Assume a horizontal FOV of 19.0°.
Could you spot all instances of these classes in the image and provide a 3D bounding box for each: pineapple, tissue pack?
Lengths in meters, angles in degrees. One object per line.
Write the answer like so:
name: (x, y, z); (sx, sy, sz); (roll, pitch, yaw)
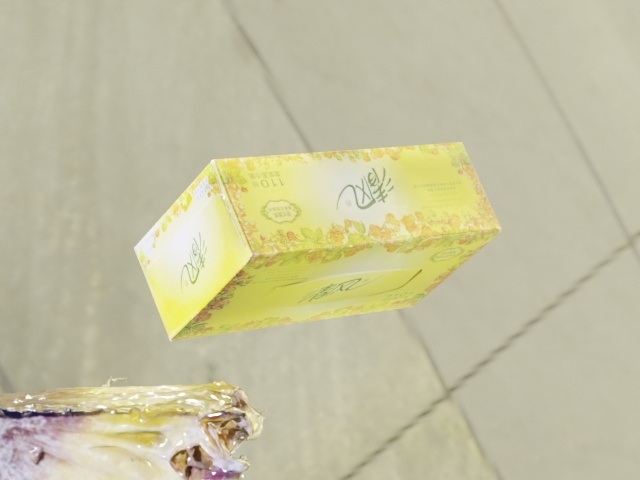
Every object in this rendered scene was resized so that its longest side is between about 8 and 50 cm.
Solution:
pineapple: (-0.089, 0.099, 0.732); (0.116, 0.137, 0.069); (39, 0, -6)
tissue pack: (0.000, 0.000, 1.038); (0.176, 0.095, 0.062); (-7, 65, -40)
